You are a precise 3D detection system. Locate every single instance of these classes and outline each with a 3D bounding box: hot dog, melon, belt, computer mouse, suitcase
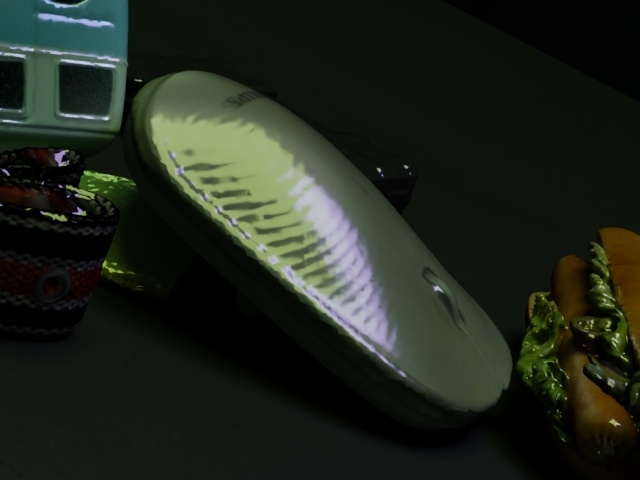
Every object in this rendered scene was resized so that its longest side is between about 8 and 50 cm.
[{"bbox_3d":[0.209,0.075,0.972,0.100,0.135,0.337,46,17,-9],"label":"hot dog"},{"bbox_3d":[-0.188,-0.005,0.909,0.262,0.053,0.114,11,38,-21],"label":"melon"},{"bbox_3d":[-0.262,-0.004,0.697,0.126,0.094,0.360,35,22,30],"label":"belt"},{"bbox_3d":[0.004,-0.004,0.916,0.331,0.095,0.197,41,26,6],"label":"computer mouse"},{"bbox_3d":[-0.066,-0.100,1.269,0.286,0.066,0.206,31,20,26],"label":"suitcase"}]

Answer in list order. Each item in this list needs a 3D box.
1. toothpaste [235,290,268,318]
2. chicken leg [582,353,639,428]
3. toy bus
[{"bbox_3d":[-0.012,0.030,1.002,0.062,0.037,0.216,34,17,13],"label":"toothpaste"},{"bbox_3d":[0.353,0.170,0.771,0.429,0.152,0.201,33,11,1],"label":"chicken leg"},{"bbox_3d":[-0.277,-0.134,0.928,0.271,0.164,0.133,2,-7,-35],"label":"toy bus"}]
